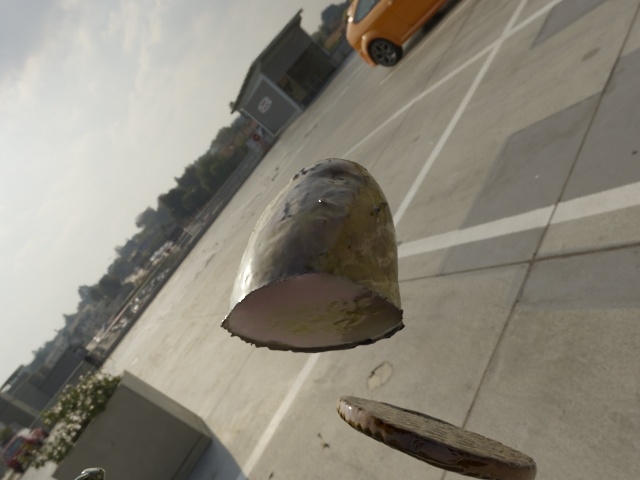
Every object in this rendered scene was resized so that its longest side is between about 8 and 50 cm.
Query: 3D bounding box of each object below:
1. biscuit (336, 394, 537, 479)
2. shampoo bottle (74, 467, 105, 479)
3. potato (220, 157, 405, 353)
[{"bbox_3d":[0.176,0.314,0.741,0.318,0.318,0.040,-15,57,68],"label":"biscuit"},{"bbox_3d":[-0.291,0.369,0.569,0.079,0.079,0.162,-26,59,60],"label":"shampoo bottle"},{"bbox_3d":[0.000,0.000,0.630,0.229,0.229,0.266,-41,36,37],"label":"potato"}]
